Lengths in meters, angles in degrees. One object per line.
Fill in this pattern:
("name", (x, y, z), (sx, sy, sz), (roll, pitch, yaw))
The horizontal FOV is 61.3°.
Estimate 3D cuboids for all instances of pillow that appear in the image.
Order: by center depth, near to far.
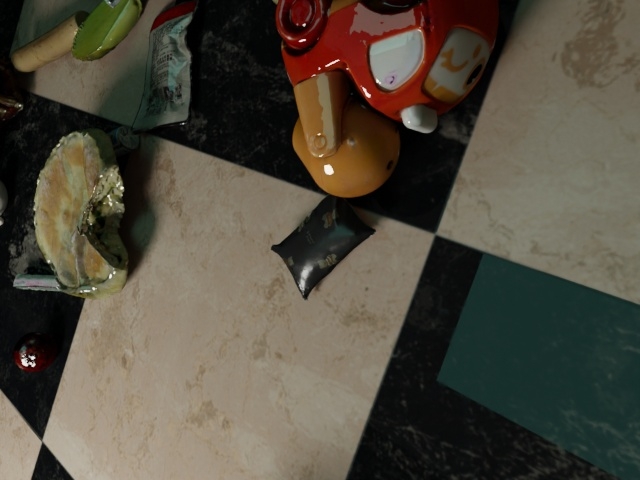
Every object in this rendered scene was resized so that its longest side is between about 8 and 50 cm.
("pillow", (0.001, 0.000, 0.725), (0.150, 0.048, 0.090), (-46, 51, 26))

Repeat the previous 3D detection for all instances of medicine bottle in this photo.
("medicine bottle", (-0.435, -0.177, 1.069), (0.191, 0.051, 0.051), (-11, 77, 34))

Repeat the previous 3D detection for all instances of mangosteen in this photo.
("mangosteen", (-0.578, 0.224, 1.098), (0.081, 0.081, 0.080), (-6, 79, 35))

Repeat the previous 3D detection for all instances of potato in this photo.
("potato", (-0.428, -0.435, 1.104), (0.198, 0.054, 0.119), (-41, 56, 19))

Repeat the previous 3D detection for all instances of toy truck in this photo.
("toy truck", (0.077, -0.181, 0.620), (0.265, 0.189, 0.239), (-11, 87, 34))

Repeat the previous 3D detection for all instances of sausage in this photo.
("sausage", (-0.619, -0.447, 1.239), (0.301, 0.066, 0.065), (-8, 78, 37))

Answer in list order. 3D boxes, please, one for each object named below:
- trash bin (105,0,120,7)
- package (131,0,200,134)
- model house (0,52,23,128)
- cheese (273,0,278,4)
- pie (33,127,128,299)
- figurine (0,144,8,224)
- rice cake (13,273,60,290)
("trash bin", (-0.451, -0.606, 1.012), (0.381, 0.259, 0.295), (18, 79, 44))
("package", (-0.283, -0.317, 0.991), (0.154, 0.030, 0.239), (-2, 82, 37))
("model house", (-0.923, -0.400, 1.298), (0.297, 0.283, 0.317), (-36, 66, 36))
("cheese", (-0.011, -0.409, 0.771), (0.175, 0.091, 0.202), (-30, 68, 29))
("pie", (-0.447, -0.048, 1.015), (0.338, 0.075, 0.337), (5, 97, 41))
("figurine", (-0.843, -0.129, 1.319), (0.182, 0.144, 0.256), (-32, 61, 6))
("rice cake", (-0.593, 0.091, 1.156), (0.208, 0.033, 0.033), (-1, 73, 35))
